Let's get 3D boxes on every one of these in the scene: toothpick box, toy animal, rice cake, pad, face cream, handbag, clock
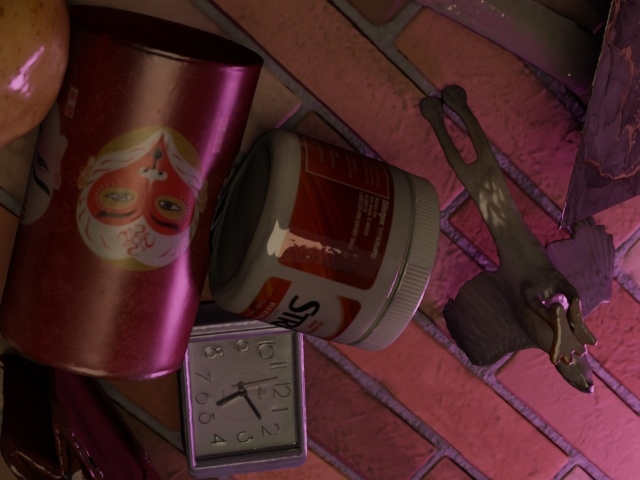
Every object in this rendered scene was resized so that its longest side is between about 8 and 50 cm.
[{"bbox_3d":[-0.195,-0.050,1.332,0.204,0.204,0.333,12,105,-16],"label":"toothpick box"},{"bbox_3d":[0.221,0.005,1.400,0.225,0.302,0.284,-27,118,1],"label":"toy animal"},{"bbox_3d":[0.161,-0.261,1.414,0.365,0.056,0.072,25,100,-20],"label":"rice cake"},{"bbox_3d":[0.347,-0.203,1.404,0.248,0.007,0.367,-18,124,-53],"label":"pad"},{"bbox_3d":[0.000,0.000,1.392,0.187,0.201,0.201,18,104,-18],"label":"face cream"},{"bbox_3d":[-0.237,0.244,1.397,0.084,0.260,0.275,-31,114,-3],"label":"handbag"},{"bbox_3d":[-0.089,0.167,1.501,0.145,0.073,0.193,-6,110,-10],"label":"clock"}]

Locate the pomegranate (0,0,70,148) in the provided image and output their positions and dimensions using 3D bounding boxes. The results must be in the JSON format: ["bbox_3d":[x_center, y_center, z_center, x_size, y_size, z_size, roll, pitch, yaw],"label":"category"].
[{"bbox_3d":[-0.387,-0.195,1.169,0.333,0.332,0.332,-4,110,-11],"label":"pomegranate"}]
